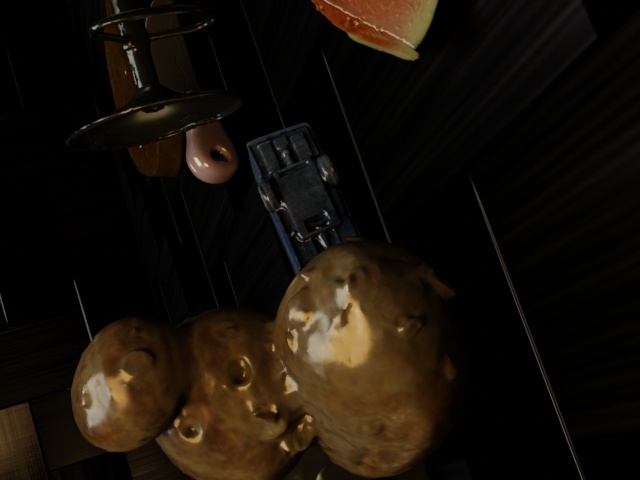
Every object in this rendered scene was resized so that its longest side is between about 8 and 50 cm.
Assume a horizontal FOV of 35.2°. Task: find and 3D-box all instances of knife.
[{"bbox_3d":[-0.196,-0.219,1.407,0.043,0.081,0.335,-52,52,44],"label":"knife"}]

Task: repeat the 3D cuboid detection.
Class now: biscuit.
[{"bbox_3d":[-0.300,-0.276,1.733,0.394,0.070,0.350,-149,48,-67],"label":"biscuit"}]

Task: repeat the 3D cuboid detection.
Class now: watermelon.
[{"bbox_3d":[0.025,-0.184,0.667,0.125,0.094,0.135,-127,30,-70],"label":"watermelon"}]

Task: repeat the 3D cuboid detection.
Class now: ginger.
[{"bbox_3d":[-0.034,0.116,0.801,0.244,0.304,0.155,69,-173,-55],"label":"ginger"}]

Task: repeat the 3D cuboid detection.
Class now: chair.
[{"bbox_3d":[-0.252,-0.328,1.234,0.226,0.227,0.400,152,101,-74],"label":"chair"}]

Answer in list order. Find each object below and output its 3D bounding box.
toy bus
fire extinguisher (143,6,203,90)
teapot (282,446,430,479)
[{"bbox_3d":[0.003,0.000,0.965,0.094,0.079,0.236,70,177,-64],"label":"toy bus"},{"bbox_3d":[-0.219,-0.267,1.481,0.177,0.062,0.050,67,150,29],"label":"fire extinguisher"},{"bbox_3d":[0.000,0.308,1.046,0.337,0.200,0.270,117,135,-64],"label":"teapot"}]
